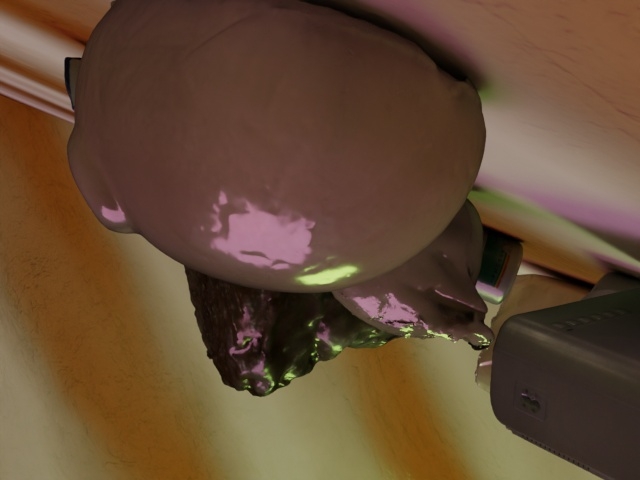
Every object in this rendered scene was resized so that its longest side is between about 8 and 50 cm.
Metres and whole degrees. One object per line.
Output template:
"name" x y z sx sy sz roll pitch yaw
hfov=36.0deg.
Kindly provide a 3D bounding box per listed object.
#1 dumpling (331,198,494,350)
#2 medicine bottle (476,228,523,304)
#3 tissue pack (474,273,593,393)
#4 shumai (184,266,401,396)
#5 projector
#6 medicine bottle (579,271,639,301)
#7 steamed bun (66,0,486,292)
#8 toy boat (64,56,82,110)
"dumpling" 0.063 -0.002 0.878 0.247 0.142 0.172 48 -179 1
"medicine bottle" 0.166 0.018 1.166 0.130 0.080 0.080 22 179 1
"tissue pack" 0.458 0.204 1.434 0.380 0.207 0.297 21 -179 35
"shumai" 0.000 0.000 1.015 0.263 0.304 0.309 -6 -132 -17
"projector" 0.299 0.122 0.822 0.250 0.108 0.198 -7 -164 -35
"medicine bottle" 0.320 0.097 1.081 0.069 0.119 0.183 21 177 25
"steamed bun" -0.034 -0.045 0.495 0.228 0.131 0.177 18 178 42
"toy boat" -0.178 -0.131 0.975 0.046 0.080 0.229 -15 169 16
